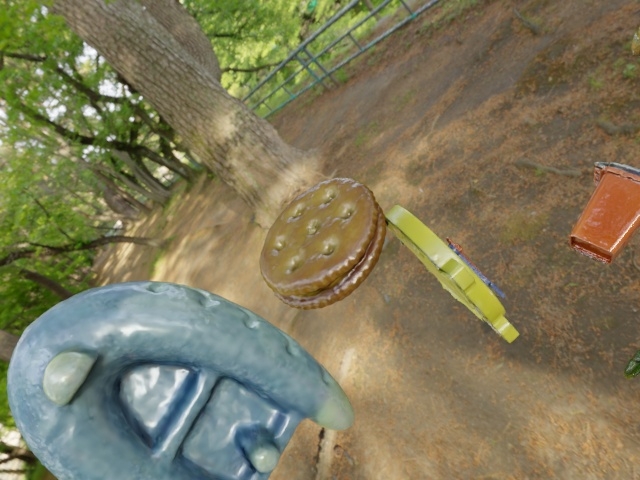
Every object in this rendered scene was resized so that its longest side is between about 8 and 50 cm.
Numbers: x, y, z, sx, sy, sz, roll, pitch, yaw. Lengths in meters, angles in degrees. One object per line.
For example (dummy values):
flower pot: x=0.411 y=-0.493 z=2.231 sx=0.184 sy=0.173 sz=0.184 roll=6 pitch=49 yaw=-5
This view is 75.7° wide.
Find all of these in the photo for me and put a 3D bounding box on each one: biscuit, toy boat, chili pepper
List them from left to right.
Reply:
toy boat: x=-0.121 y=0.162 z=0.392 sx=0.215 sy=0.330 sz=0.123 roll=-57 pitch=11 yaw=-13
biscuit: x=0.000 y=0.000 z=0.639 sx=0.220 sy=0.066 sz=0.221 roll=-24 pitch=42 yaw=24
chili pepper: x=0.975 y=0.261 z=1.132 sx=0.359 sy=0.076 sz=0.085 roll=-52 pitch=-11 yaw=26

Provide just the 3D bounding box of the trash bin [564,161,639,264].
trash bin: x=0.776 y=-0.075 z=1.110 sx=0.184 sy=0.161 sz=0.239 roll=37 pitch=93 yaw=36

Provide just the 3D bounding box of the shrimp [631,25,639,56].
shrimp: x=0.496 y=-0.306 z=0.492 sx=0.217 sy=0.150 sz=0.051 roll=132 pitch=129 yaw=-58

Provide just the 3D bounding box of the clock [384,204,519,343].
clock: x=0.236 y=0.037 z=0.767 sx=0.071 sy=0.277 sz=0.293 roll=-45 pitch=39 yaw=5
